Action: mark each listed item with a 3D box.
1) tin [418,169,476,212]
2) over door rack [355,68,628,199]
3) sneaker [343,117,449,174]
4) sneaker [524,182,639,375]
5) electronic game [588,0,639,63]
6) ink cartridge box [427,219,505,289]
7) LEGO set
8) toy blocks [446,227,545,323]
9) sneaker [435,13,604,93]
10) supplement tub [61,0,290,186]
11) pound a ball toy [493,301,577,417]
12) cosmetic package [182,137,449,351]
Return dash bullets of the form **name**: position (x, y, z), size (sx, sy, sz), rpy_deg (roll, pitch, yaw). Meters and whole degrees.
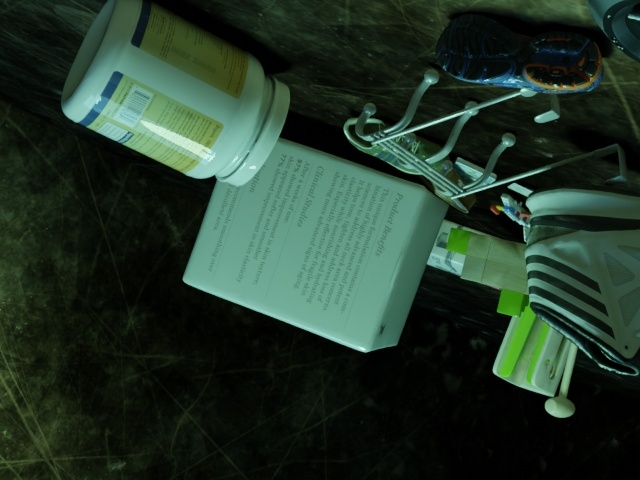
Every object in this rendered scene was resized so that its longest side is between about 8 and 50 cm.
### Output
- **tin**: position (0.217, -0.112, 2.040), size (0.106, 0.040, 0.190), rpy_deg (31, 174, 38)
- **over door rack**: position (0.249, -0.156, 1.612), size (0.324, 0.108, 0.240), rpy_deg (-4, 158, 40)
- **sneaker**: position (0.122, -0.165, 1.937), size (0.192, 0.064, 0.086), rpy_deg (21, 177, 26)
- **sneaker**: position (0.509, 0.073, 1.609), size (0.448, 0.257, 0.169), rpy_deg (6, 169, 3)
- **electronic game**: position (0.373, -0.208, 1.095), size (0.229, 0.048, 0.229), rpy_deg (22, 171, 4)
- **ink cartridge box**: position (0.321, 0.025, 2.553), size (0.218, 0.092, 0.158), rpy_deg (22, 172, 15)
- **LEGO set**: position (0.335, -0.067, 2.052), size (0.244, 0.060, 0.182), rpy_deg (24, 173, -2)
- **toy blocks**: position (0.476, 0.074, 2.283), size (0.382, 0.190, 0.261), rpy_deg (13, 180, 34)
- **sneaker**: position (0.236, -0.210, 1.342), size (0.221, 0.083, 0.087), rpy_deg (21, 180, 32)
- **supplement tub**: position (-0.232, -0.238, 1.822), size (0.316, 0.228, 0.228), rpy_deg (26, 171, -23)
- **pound a ball toy**: position (0.542, 0.241, 2.571), size (0.136, 0.319, 0.208), rpy_deg (29, 169, -41)
- **cosmetic package**: position (0.000, 0.000, 2.231), size (0.394, 0.329, 0.327), rpy_deg (21, -178, 14)
